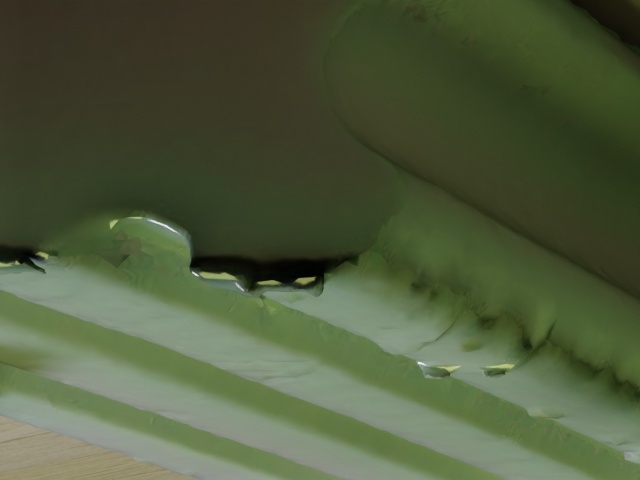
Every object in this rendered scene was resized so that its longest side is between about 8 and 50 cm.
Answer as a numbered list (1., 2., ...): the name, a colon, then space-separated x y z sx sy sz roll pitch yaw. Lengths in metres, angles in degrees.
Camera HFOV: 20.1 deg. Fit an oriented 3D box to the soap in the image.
1. soap: 0.000 0.000 0.682 0.261 0.156 0.446 -9 158 38
